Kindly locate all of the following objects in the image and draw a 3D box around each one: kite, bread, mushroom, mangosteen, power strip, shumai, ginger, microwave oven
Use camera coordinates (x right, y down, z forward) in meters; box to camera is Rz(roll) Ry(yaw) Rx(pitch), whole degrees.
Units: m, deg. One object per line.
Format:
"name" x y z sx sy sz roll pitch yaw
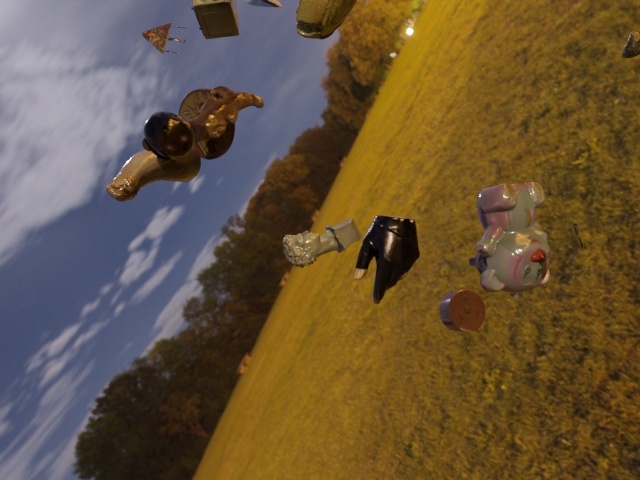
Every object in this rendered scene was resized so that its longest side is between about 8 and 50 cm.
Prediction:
"kite" -0.571 -0.736 1.926 0.010 0.160 0.183 108 165 -55
"bread" 0.013 -0.765 1.706 0.257 0.124 0.186 -53 -12 -25
"mushroom" -0.611 -0.257 1.955 0.397 0.126 0.178 -28 -43 -52
"mangosteen" -0.448 -0.300 1.553 0.153 0.152 0.152 -60 3 5
"power strip" 0.505 0.248 1.890 0.154 0.154 0.078 -61 10 -15
"shumai" 0.880 -0.532 1.453 0.082 0.080 0.083 -62 -18 -9
"ginger" -0.377 -0.459 1.912 0.333 0.166 0.080 -40 -5 -6
"microwave oven" -0.339 -0.772 1.684 0.163 0.129 0.205 85 179 -68

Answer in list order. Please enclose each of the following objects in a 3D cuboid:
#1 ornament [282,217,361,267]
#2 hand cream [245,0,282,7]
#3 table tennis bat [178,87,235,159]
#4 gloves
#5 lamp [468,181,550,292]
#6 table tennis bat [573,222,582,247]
"ornament" 0.008 0.011 1.886 0.120 0.285 0.130 -122 18 -82
"hand cream" -0.188 -0.750 1.637 0.058 0.091 0.271 -61 29 16
"table tennis bat" -0.485 -0.434 2.117 0.414 0.268 0.051 -30 3 41
"gloves" 0.208 0.060 1.692 0.152 0.197 0.301 -106 24 -62
"lamp" 0.523 -0.001 1.516 0.247 0.247 0.302 -13 84 59
"table tennis bat" 0.606 -0.014 1.250 0.007 0.083 0.050 -19 49 21
